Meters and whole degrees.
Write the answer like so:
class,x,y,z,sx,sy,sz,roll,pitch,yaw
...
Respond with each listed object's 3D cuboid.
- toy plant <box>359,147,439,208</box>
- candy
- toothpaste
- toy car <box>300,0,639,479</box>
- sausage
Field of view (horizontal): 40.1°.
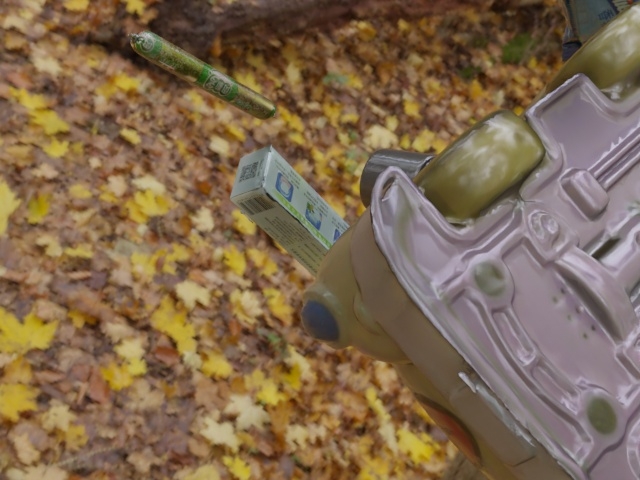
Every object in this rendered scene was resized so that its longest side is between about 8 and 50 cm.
class,x,y,z,sx,sy,sz,roll,pitch,yaw
toy plant,0.288,-0.089,1.835,0.400,0.185,0.279,18,35,34
candy,0.515,-0.472,1.643,0.331,0.187,0.077,50,31,-51
toothpaste,0.000,0.000,1.293,0.336,0.067,0.081,44,42,-38
toy car,0.161,0.028,0.555,0.336,0.226,0.242,-38,84,-32
sausage,-0.143,-0.207,1.121,0.269,0.033,0.033,22,24,-50
